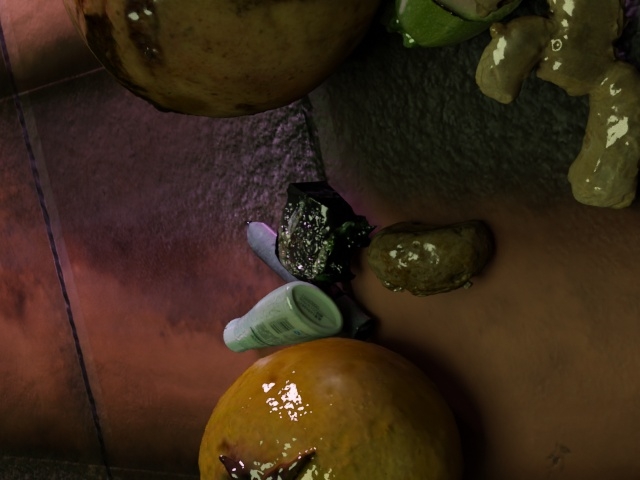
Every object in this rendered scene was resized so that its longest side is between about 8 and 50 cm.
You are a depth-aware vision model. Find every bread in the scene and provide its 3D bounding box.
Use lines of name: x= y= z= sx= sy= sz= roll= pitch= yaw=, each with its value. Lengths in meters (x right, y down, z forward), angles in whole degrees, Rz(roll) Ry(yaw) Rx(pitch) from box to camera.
bread: x=0.090 y=0.016 z=1.031 sx=0.113 sy=0.082 sz=0.060 roll=3 pitch=107 yaw=47

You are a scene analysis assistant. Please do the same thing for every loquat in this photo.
loquat: x=0.004 y=0.202 z=1.062 sx=0.244 sy=0.244 sz=0.243 roll=15 pitch=113 yaw=41

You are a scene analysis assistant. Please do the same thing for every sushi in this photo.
sushi: x=0.000 y=0.000 z=1.121 sx=0.085 sy=0.056 sz=0.083 roll=38 pitch=114 yaw=27

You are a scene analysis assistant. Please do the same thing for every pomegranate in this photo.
pomegranate: x=-0.082 y=-0.261 z=0.976 sx=0.322 sy=0.322 sz=0.322 roll=15 pitch=113 yaw=41

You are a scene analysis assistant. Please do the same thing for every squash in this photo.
squash: x=0.094 y=-0.190 z=0.968 sx=0.105 sy=0.105 sz=0.132 roll=61 pitch=152 yaw=11

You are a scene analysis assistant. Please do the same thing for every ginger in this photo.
ginger: x=0.179 y=-0.142 z=0.881 sx=0.149 sy=0.065 sz=0.258 roll=-5 pitch=110 yaw=10

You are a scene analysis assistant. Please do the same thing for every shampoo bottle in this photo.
shampoo bottle: x=-0.046 y=0.084 z=1.181 sx=0.069 sy=0.041 sz=0.191 roll=35 pitch=154 yaw=-15

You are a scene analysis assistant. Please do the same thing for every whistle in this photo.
whistle: x=-0.013 y=0.039 z=1.171 sx=0.176 sy=0.033 sz=0.033 roll=40 pitch=127 yaw=28
